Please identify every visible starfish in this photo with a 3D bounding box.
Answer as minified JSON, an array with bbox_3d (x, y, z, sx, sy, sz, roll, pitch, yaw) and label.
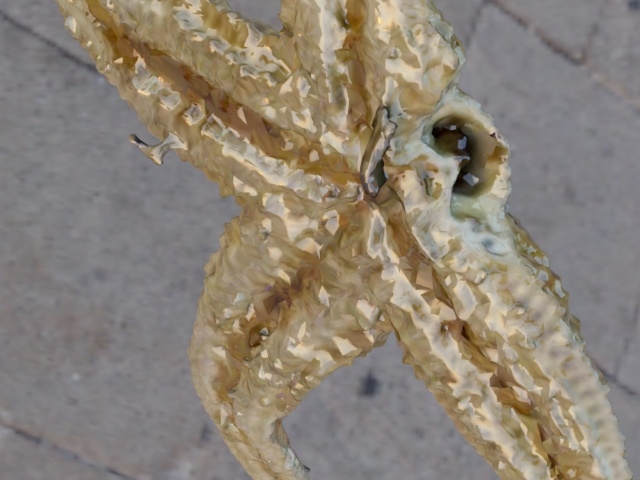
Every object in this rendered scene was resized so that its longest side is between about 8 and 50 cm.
[{"bbox_3d":[-0.002,0.001,0.472,0.050,0.138,0.247,-33,109,-41],"label":"starfish"}]
